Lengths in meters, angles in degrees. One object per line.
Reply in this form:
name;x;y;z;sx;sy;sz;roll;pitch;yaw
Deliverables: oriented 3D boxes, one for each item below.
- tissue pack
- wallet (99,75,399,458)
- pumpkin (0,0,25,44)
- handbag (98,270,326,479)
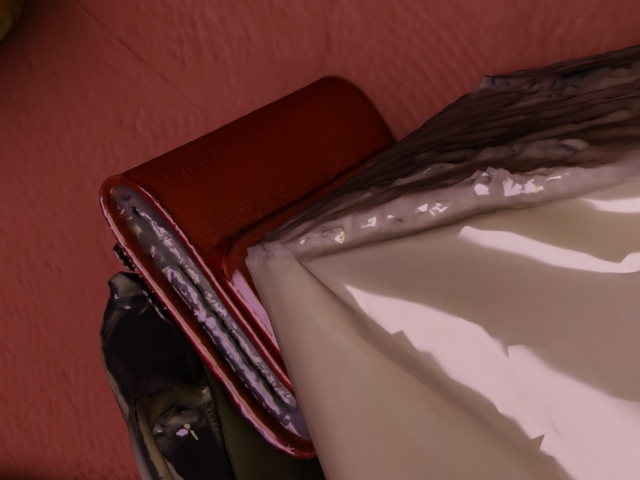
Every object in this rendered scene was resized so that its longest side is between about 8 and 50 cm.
tissue pack;0.156;0.114;0.523;0.207;0.297;0.380;-14;103;29
wallet;0.000;0.000;0.604;0.045;0.204;0.142;-37;89;32
pumpkin;-0.300;-0.186;0.626;0.199;0.332;0.332;-28;95;23
handbag;-0.013;0.135;0.594;0.109;0.315;0.241;-29;63;-8
